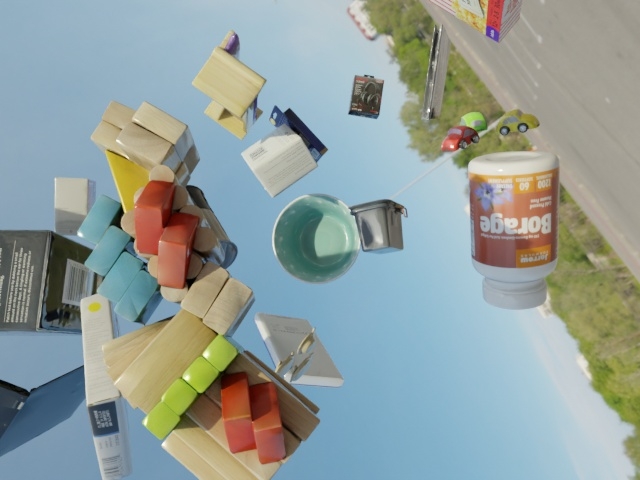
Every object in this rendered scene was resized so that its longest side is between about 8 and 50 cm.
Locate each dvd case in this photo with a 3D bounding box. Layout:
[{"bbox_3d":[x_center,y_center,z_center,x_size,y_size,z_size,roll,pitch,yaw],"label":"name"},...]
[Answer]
[{"bbox_3d":[0.232,-0.323,0.997,0.221,0.018,0.164,-36,-46,-67],"label":"dvd case"}]

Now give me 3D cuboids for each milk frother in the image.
[{"bbox_3d":[-0.229,-0.007,0.786,0.134,0.143,0.129,53,180,31],"label":"milk frother"}]

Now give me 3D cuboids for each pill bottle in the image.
[{"bbox_3d":[0.281,-0.015,0.735,0.121,0.121,0.215,-53,-42,-68],"label":"pill bottle"}]

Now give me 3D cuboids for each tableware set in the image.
[{"bbox_3d":[-0.060,0.264,1.056,0.020,0.141,0.169,34,-143,21],"label":"tableware set"}]

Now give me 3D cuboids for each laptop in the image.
[{"bbox_3d":[-0.787,0.367,1.244,0.408,0.382,0.236,31,-151,-21],"label":"laptop"}]

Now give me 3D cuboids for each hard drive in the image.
[{"bbox_3d":[-0.078,0.353,1.646,0.210,0.040,0.318,14,-160,-30],"label":"hard drive"}]

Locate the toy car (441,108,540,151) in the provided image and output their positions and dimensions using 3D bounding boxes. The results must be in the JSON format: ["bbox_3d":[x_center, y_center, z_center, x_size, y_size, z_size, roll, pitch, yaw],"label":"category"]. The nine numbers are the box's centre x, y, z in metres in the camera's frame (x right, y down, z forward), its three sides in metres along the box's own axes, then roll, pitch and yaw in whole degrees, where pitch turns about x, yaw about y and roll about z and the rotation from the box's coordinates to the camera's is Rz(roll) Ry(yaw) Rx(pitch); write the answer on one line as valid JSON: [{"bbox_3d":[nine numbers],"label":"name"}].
[{"bbox_3d":[0.401,-0.293,1.281,0.225,0.239,0.053,-95,-11,-70],"label":"toy car"}]

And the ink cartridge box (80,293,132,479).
[{"bbox_3d":[-0.424,0.260,0.998,0.072,0.303,0.307,-9,-134,-23],"label":"ink cartridge box"}]

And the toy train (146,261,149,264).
[{"bbox_3d":[-0.495,0.041,1.550,0.036,0.158,0.027,35,168,-37],"label":"toy train"}]

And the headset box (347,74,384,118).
[{"bbox_3d":[0.093,-0.295,1.025,0.062,0.083,0.032,9,177,-4],"label":"headset box"}]

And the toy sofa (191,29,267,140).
[{"bbox_3d":[-0.231,-0.418,1.412,0.150,0.177,0.362,35,176,-7],"label":"toy sofa"}]

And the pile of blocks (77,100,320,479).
[{"bbox_3d":[-0.125,0.043,0.404,0.361,0.149,0.112,64,170,8],"label":"pile of blocks"}]

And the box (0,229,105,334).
[{"bbox_3d":[-0.739,0.106,1.135,0.293,0.396,0.211,87,-177,-78],"label":"box"}]

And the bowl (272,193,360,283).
[{"bbox_3d":[0.000,0.000,1.793,0.311,0.312,0.163,58,-173,10],"label":"bowl"}]

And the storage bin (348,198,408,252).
[{"bbox_3d":[0.124,-0.023,0.989,0.135,0.098,0.090,8,-108,-65],"label":"storage bin"}]

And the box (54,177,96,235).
[{"bbox_3d":[-0.737,-0.101,1.523,0.130,0.091,0.170,-164,76,-76],"label":"box"}]

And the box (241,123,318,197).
[{"bbox_3d":[-0.132,-0.257,1.607,0.119,0.182,0.181,56,178,-33],"label":"box"}]

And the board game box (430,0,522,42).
[{"bbox_3d":[0.151,-0.335,0.601,0.193,0.045,0.147,41,-174,17],"label":"board game box"}]

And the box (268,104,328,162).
[{"bbox_3d":[-0.076,-0.356,1.691,0.225,0.036,0.136,46,163,-4],"label":"box"}]
